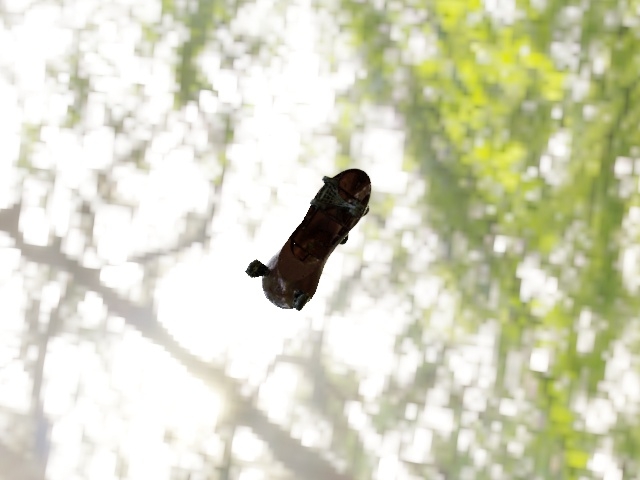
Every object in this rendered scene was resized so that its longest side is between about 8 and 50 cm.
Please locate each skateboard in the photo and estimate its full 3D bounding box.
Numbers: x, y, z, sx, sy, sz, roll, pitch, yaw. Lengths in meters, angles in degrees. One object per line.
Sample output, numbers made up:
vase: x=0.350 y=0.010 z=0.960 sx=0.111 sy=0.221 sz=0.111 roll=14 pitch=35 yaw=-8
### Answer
skateboard: x=0.000 y=0.000 z=1.893 sx=0.151 sy=0.067 sz=0.080 roll=-53 pitch=-14 yaw=-7
